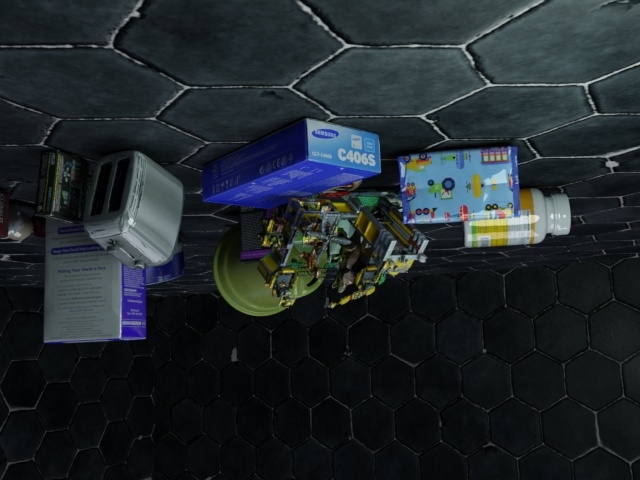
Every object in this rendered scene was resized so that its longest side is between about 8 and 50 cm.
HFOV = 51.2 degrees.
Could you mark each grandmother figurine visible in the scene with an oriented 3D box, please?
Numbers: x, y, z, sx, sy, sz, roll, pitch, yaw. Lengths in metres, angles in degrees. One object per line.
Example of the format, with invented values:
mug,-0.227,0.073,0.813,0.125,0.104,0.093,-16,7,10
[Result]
grandmother figurine,-0.637,-0.035,1.662,0.342,0.104,0.208,2,162,-38

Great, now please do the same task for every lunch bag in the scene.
lunch bag,0.281,-0.111,1.381,0.220,0.138,0.293,-3,-177,10

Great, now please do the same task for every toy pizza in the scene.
toy pizza,-0.009,-0.118,1.469,0.201,0.032,0.201,-2,171,0

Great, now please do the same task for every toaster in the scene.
toaster,-0.343,-0.067,1.241,0.129,0.227,0.146,-7,152,23

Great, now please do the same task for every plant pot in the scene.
plant pot,-0.113,0.059,1.740,0.276,0.276,0.254,2,173,-25

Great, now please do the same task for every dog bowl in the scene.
dog bowl,-0.550,0.065,2.035,0.264,0.104,0.265,-5,-172,1

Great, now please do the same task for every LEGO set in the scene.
LEGO set,0.054,0.043,1.326,0.331,0.255,0.192,8,-150,-39

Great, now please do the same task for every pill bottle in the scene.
pill bottle,0.469,-0.057,1.620,0.245,0.136,0.136,-4,171,9

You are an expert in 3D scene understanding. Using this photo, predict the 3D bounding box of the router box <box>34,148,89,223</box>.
router box,-0.474,-0.096,1.226,0.038,0.123,0.092,0,172,17

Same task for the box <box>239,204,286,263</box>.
box,-0.137,-0.030,1.585,0.116,0.162,0.029,-6,174,26

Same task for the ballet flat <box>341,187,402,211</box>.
ballet flat,0.142,-0.091,1.572,0.188,0.070,0.070,-4,171,13

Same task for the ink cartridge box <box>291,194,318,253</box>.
ink cartridge box,-0.031,-0.041,1.494,0.062,0.109,0.209,-3,170,6

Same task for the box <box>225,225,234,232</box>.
box,-0.229,0.010,1.998,0.101,0.102,0.087,-2,169,0

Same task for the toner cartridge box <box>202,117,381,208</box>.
toner cartridge box,-0.066,-0.132,1.242,0.165,0.075,0.347,4,170,-39

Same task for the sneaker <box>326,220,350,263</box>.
sneaker,0.000,0.000,1.831,0.094,0.151,0.256,1,172,-26

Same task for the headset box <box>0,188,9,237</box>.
headset box,-0.811,-0.067,1.376,0.218,0.110,0.293,-4,170,13

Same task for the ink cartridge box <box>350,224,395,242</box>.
ink cartridge box,0.145,-0.027,1.934,0.175,0.072,0.127,-11,168,43

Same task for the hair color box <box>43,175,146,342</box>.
hair color box,-0.468,0.041,1.393,0.185,0.339,0.110,-5,172,16
